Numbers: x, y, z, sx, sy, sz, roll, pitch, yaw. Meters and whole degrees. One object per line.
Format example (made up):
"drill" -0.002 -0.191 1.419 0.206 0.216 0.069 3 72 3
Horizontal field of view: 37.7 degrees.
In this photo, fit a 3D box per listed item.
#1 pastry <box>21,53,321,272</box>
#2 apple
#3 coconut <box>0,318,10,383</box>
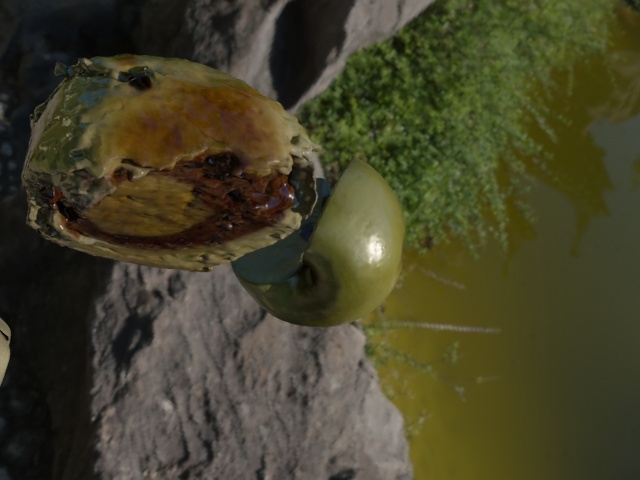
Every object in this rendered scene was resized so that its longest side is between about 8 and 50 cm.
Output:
"pastry" -0.142 -0.078 0.866 0.255 0.237 0.170 1 71 -21
"apple" 0.016 0.013 1.577 0.233 0.295 0.258 52 34 -18
"coconut" -0.517 0.152 1.245 0.224 0.224 0.224 22 39 -19
